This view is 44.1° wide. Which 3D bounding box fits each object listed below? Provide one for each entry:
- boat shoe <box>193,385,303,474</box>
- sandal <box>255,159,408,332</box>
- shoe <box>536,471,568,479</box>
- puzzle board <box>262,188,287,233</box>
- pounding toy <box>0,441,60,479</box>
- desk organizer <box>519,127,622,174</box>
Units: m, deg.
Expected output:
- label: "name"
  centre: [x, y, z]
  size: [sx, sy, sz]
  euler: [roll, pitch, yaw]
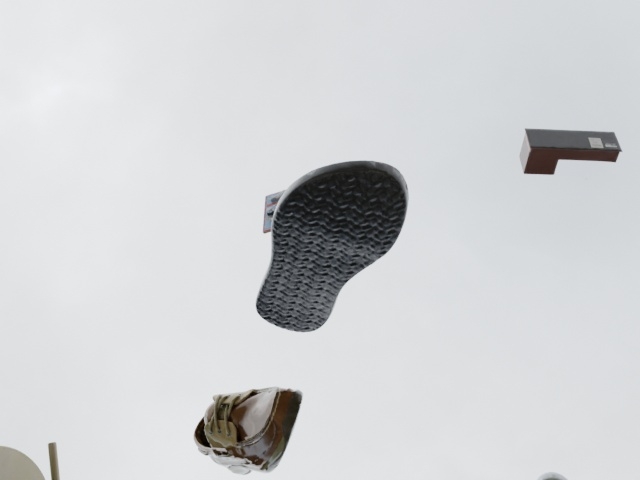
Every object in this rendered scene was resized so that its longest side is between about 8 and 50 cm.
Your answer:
- label: "boat shoe"
  centre: [-0.128, 0.299, 1.249]
  size: [0.120, 0.122, 0.324]
  euler: [24, -32, -11]
- label: "sandal"
  centre: [0.000, 0.000, 0.475]
  size: [0.067, 0.040, 0.179]
  euler: [22, -34, -6]
- label: "shoe"
  centre: [0.338, 0.362, 1.046]
  size: [0.063, 0.081, 0.178]
  euler: [-26, -77, 27]
- label: "puzzle board"
  centre: [-0.033, -0.062, 1.279]
  size: [0.128, 0.096, 0.011]
  euler: [-17, -53, 13]
- label: "pounding toy"
  centre: [-0.584, 0.478, 1.445]
  size: [0.110, 0.237, 0.183]
  euler: [-34, -112, 23]
- label: "desk organizer"
  centre: [0.356, -0.125, 1.136]
  size: [0.130, 0.047, 0.050]
  euler: [2, -46, 0]
